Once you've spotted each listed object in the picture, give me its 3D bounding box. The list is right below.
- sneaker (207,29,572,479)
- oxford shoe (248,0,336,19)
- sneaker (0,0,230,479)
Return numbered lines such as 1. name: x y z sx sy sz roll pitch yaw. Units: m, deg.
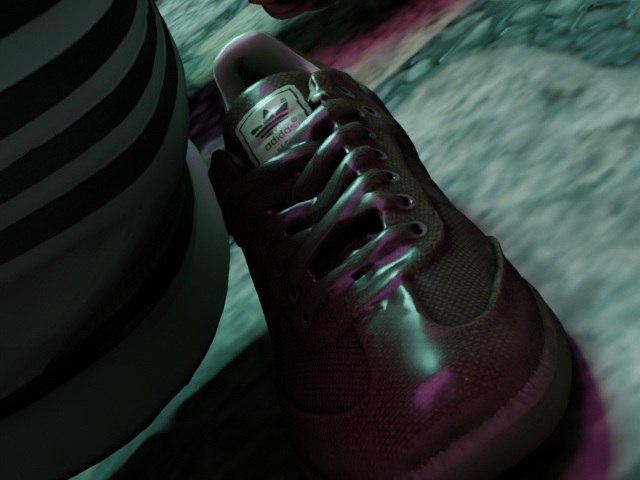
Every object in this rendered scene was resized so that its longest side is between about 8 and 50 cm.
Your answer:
1. sneaker: 0.000 0.000 0.381 0.066 0.071 0.188 -38 19 3
2. oxford shoe: -0.053 -0.147 0.659 0.348 0.130 0.123 -16 -6 31
3. sneaker: -0.235 0.026 0.331 0.447 0.169 0.257 -28 -23 -12
